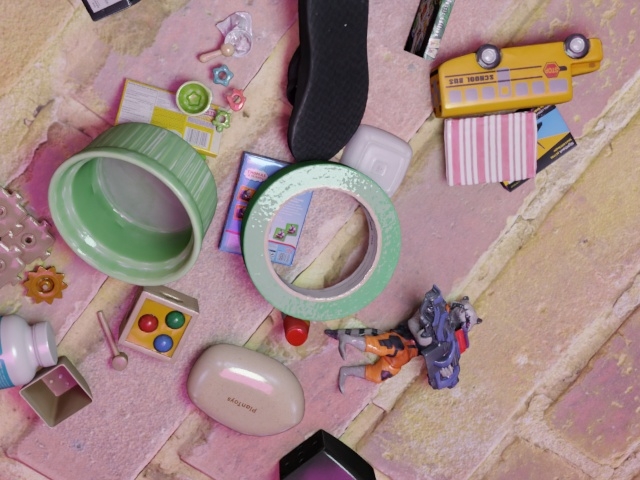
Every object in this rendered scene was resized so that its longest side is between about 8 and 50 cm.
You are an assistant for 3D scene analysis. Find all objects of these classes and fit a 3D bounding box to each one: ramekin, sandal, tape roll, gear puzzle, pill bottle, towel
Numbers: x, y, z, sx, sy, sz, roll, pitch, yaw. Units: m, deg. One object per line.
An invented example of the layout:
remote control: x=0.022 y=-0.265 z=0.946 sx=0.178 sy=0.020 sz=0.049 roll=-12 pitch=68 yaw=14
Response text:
ramekin: x=-0.343 y=-0.075 z=1.712 sx=0.303 sy=0.148 sz=0.303 roll=10 pitch=129 yaw=12
sandal: x=0.010 y=-0.343 z=1.743 sx=0.167 sy=0.107 sz=0.446 roll=-15 pitch=135 yaw=-24
tape roll: x=0.000 y=0.000 z=1.827 sx=0.321 sy=0.077 sz=0.321 roll=-2 pitch=101 yaw=-10
gear puzzle: x=-0.629 y=-0.006 z=1.800 sx=0.175 sy=0.044 sz=0.339 roll=-40 pitch=113 yaw=2
pill bottle: x=-0.669 y=0.231 z=1.810 sx=0.264 sy=0.146 sz=0.146 roll=-10 pitch=110 yaw=-7
towel: x=0.353 y=-0.191 z=1.882 sx=0.197 sy=0.029 sz=0.144 roll=-6 pitch=107 yaw=-5

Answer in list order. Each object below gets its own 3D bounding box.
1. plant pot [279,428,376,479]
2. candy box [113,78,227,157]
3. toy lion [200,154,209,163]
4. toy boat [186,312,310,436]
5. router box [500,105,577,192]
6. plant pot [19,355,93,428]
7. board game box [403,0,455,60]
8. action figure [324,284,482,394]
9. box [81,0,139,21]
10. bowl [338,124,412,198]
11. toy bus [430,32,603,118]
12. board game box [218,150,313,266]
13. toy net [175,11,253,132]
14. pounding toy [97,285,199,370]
plant pot: x=0.006 y=0.539 z=2.032 sx=0.187 sy=0.188 sz=0.167 roll=-37 pitch=98 yaw=3
candy box: x=-0.291 y=-0.237 z=1.765 sx=0.206 sy=0.027 sz=0.105 roll=15 pitch=66 yaw=-15
toy lion: x=-0.285 y=-0.144 z=1.798 sx=0.100 sy=0.096 sz=0.034 roll=-30 pitch=100 yaw=-43
toy boat: x=-0.119 y=0.269 z=1.944 sx=0.267 sy=0.148 sz=0.318 roll=32 pitch=107 yaw=-13
router box: x=0.438 y=-0.208 z=1.929 sx=0.179 sy=0.046 sz=0.133 roll=-36 pitch=110 yaw=2
plant pot: x=-0.545 y=0.303 z=1.884 sx=0.109 sy=0.096 sz=0.109 roll=-33 pitch=112 yaw=1
board game box: x=0.232 y=-0.483 z=1.753 sx=0.030 sy=0.136 sz=0.260 roll=15 pitch=105 yaw=-14
action figure: x=0.187 y=0.189 z=1.950 sx=0.330 sy=0.178 sz=0.341 roll=-17 pitch=135 yaw=-10
box: x=-0.370 y=-0.600 z=1.508 sx=0.097 sy=0.318 sz=0.395 roll=-16 pitch=113 yaw=26
bowl: x=0.117 y=-0.157 z=1.883 sx=0.142 sy=0.053 sz=0.142 roll=21 pitch=101 yaw=-17
toy bus: x=0.395 y=-0.331 z=1.826 sx=0.332 sy=0.108 sz=0.130 roll=-7 pitch=93 yaw=-3
board game box: x=-0.109 y=-0.064 z=1.877 sx=0.160 sy=0.039 sz=0.211 roll=13 pitch=106 yaw=-15
toy net: x=-0.181 y=-0.332 z=1.749 sx=0.122 sy=0.045 sz=0.232 roll=28 pitch=92 yaw=-5
pounding toy: x=-0.378 y=0.193 z=1.881 sx=0.181 sy=0.094 sz=0.206 roll=24 pitch=101 yaw=-17
